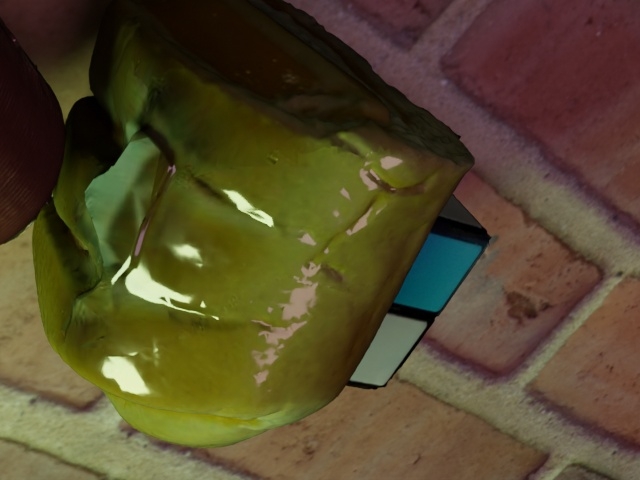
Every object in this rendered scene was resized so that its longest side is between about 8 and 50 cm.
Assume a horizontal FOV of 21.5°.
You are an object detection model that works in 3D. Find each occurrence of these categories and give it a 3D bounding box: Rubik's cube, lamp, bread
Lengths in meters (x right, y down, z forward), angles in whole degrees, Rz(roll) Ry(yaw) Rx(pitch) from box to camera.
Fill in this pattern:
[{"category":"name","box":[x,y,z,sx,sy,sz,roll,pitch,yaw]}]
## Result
[{"category":"Rubik's cube","box":[0.001,0.000,1.417,0.167,0.183,0.180,13,116,-45]},{"category":"lamp","box":[-0.281,-0.091,1.139,0.180,0.180,0.258,-37,138,-3]},{"category":"bread","box":[-0.094,-0.010,1.237,0.210,0.300,0.341,-1,128,-48]}]
